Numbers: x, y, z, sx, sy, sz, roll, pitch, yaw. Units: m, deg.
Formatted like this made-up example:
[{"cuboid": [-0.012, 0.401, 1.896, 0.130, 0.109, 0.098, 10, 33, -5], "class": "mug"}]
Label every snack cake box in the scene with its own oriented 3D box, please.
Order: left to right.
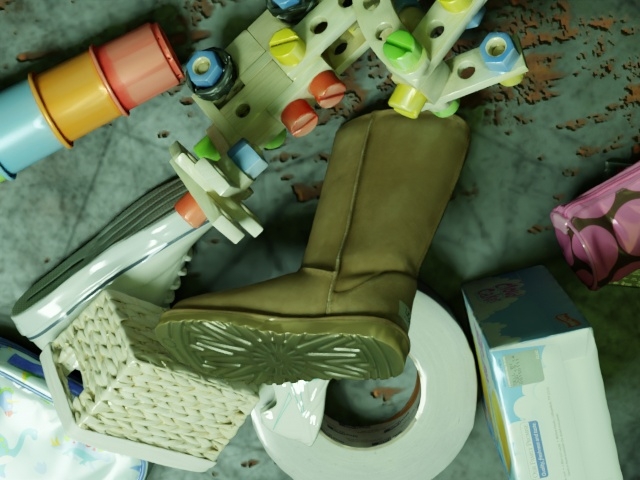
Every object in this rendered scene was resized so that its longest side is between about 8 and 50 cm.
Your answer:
[{"cuboid": [0.191, 0.126, 1.273, 0.089, 0.264, 0.152, -13, 99, 2], "class": "snack cake box"}]

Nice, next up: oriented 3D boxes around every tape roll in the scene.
[{"cuboid": [0.040, 0.136, 1.373, 0.219, 0.072, 0.219, 0, 100, 0], "class": "tape roll"}]

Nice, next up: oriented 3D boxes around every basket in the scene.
[{"cuboid": [-0.152, 0.127, 1.310, 0.167, 0.113, 0.103, 24, 115, -41], "class": "basket"}]

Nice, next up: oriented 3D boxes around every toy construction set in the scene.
[{"cuboid": [-0.002, -0.130, 1.260, 0.328, 0.151, 0.215, -36, 61, -7], "class": "toy construction set"}]

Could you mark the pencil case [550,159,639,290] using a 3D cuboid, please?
[{"cuboid": [0.314, -0.041, 1.321, 0.209, 0.095, 0.098, -32, 132, 3], "class": "pencil case"}]

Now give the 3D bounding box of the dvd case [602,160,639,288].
[{"cuboid": [0.309, -0.013, 1.378, 0.087, 0.013, 0.119, 5, 100, -1], "class": "dvd case"}]

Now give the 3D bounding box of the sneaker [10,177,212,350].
[{"cuboid": [-0.168, 0.026, 1.356, 0.258, 0.094, 0.091, -34, 113, 11], "class": "sneaker"}]

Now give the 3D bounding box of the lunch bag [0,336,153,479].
[{"cuboid": [-0.275, 0.205, 1.372, 0.219, 0.090, 0.176, 27, 104, -3], "class": "lunch bag"}]

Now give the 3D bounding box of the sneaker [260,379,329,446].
[{"cuboid": [-0.015, 0.112, 1.306, 0.061, 0.053, 0.152, 16, 100, 0], "class": "sneaker"}]

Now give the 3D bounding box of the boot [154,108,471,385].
[{"cuboid": [0.000, 0.000, 1.279, 0.236, 0.269, 0.089, 3, 140, 16], "class": "boot"}]

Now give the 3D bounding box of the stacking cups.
[{"cuboid": [-0.278, -0.104, 1.320, 0.316, 0.096, 0.096, -27, 98, 5], "class": "stacking cups"}]
